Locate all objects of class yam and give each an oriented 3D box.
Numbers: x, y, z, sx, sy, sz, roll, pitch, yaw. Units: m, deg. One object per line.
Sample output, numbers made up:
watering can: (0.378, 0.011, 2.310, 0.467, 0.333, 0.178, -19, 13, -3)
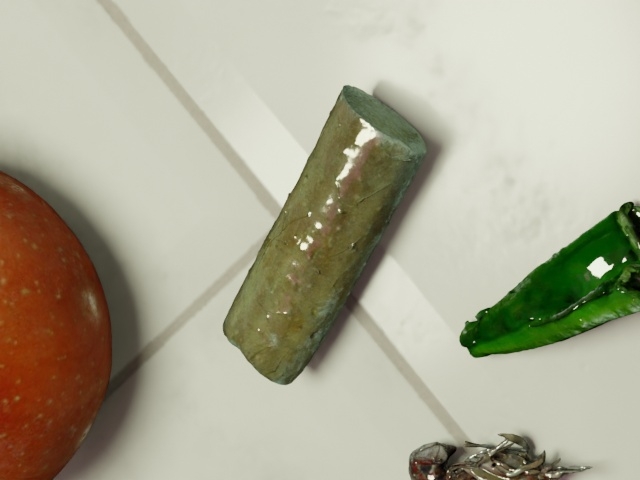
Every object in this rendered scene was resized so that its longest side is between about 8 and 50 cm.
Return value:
yam: (0.000, 0.000, 1.283, 0.093, 0.093, 0.259, 34, 110, 14)

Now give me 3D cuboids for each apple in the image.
apple: (-0.360, 0.090, 1.347, 0.348, 0.277, 0.349, 4, 101, 22)

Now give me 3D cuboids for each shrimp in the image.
shrimp: (0.154, 0.197, 1.269, 0.165, 0.056, 0.065, -14, 87, 21)

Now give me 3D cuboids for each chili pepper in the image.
chili pepper: (0.205, 0.044, 1.217, 0.216, 0.108, 0.062, -24, 123, 32)
